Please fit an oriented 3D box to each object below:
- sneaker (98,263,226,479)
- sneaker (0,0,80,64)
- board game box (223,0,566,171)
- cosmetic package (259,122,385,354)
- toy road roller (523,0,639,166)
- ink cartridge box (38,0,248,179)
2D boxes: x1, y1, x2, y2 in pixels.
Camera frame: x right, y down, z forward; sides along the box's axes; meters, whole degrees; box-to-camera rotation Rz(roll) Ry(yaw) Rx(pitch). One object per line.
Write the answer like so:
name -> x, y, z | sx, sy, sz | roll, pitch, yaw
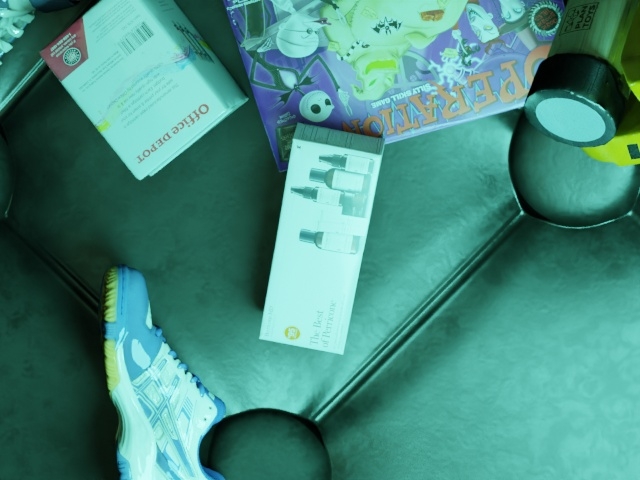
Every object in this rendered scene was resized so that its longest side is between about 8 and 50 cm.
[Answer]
sneaker -> -0.176, 0.167, 1.995 | 0.131, 0.112, 0.296 | -9, 101, -6
sneaker -> -0.334, -0.250, 1.916 | 0.236, 0.130, 0.323 | 9, 96, 12
board game box -> 0.090, -0.216, 1.880 | 0.346, 0.056, 0.208 | -15, 109, 12
cosmetic package -> 0.000, 0.000, 1.914 | 0.098, 0.060, 0.239 | 11, 113, 3
toy road roller -> 0.383, -0.165, 1.722 | 0.329, 0.202, 0.240 | -8, 141, 44
ink cartridge box -> -0.186, -0.176, 1.905 | 0.128, 0.127, 0.176 | -37, 92, 14
